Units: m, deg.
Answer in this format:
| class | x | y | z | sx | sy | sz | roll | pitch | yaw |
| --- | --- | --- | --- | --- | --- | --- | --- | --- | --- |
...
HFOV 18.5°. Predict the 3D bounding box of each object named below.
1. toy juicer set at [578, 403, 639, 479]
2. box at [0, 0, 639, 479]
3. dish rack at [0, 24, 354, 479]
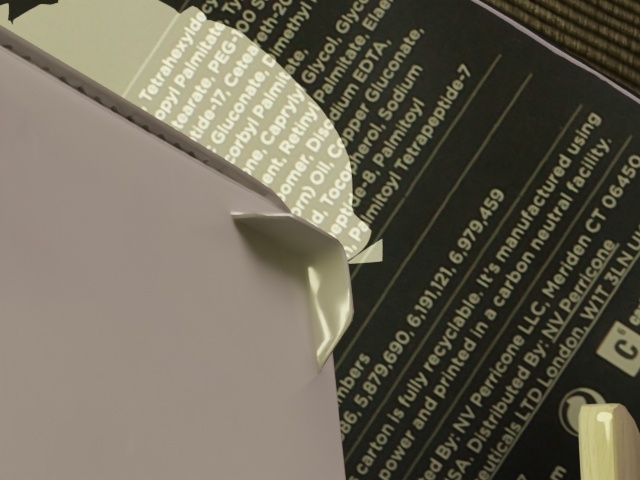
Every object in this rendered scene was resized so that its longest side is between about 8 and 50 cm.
| class | x | y | z | sx | sy | sz | roll | pitch | yaw |
| --- | --- | --- | --- | --- | --- | --- | --- | --- | --- |
| toy juicer set | 0.090 | 0.209 | 0.645 | 0.089 | 0.209 | 0.329 | -4 | -28 | 16 |
| box | 0.000 | 0.000 | 1.174 | 0.472 | 0.297 | 0.480 | 32 | 0 | 12 |
| dish rack | -0.071 | 0.066 | 0.586 | 0.072 | 0.285 | 0.333 | -17 | -24 | 26 |
